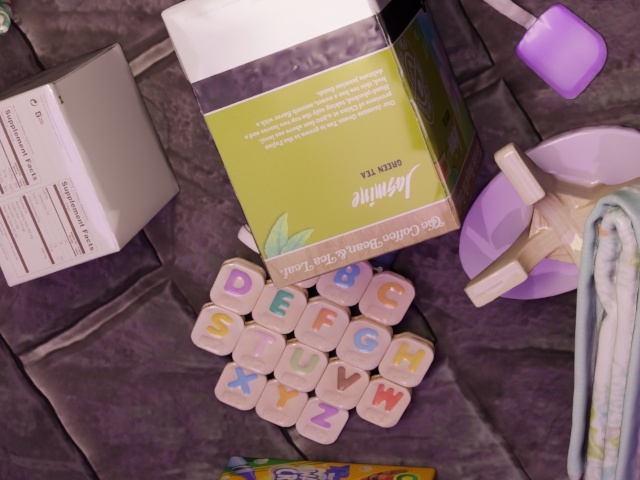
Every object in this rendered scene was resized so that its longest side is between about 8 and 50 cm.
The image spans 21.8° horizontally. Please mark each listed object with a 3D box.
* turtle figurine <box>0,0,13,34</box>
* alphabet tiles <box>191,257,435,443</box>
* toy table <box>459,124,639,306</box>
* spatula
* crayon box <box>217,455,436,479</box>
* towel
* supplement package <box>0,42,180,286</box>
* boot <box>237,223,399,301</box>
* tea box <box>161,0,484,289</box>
[{"bbox_3d":[-0.419,-0.311,1.987,0.175,0.118,0.234,49,125,10],"label":"turtle figurine"},{"bbox_3d":[-0.011,0.128,2.046,0.284,0.021,0.278,24,122,-5],"label":"alphabet tiles"},{"bbox_3d":[0.281,-0.014,1.917,0.252,0.161,0.274,44,108,-4],"label":"toy table"},{"bbox_3d":[0.203,-0.277,1.906,0.296,0.030,0.084,35,110,-17],"label":"spatula"},{"bbox_3d":[0.023,0.349,2.049,0.323,0.203,0.083,3,106,10],"label":"crayon box"},{"bbox_3d":[0.402,0.083,1.837,0.090,0.321,0.374,24,123,38],"label":"towel"},{"bbox_3d":[-0.296,-0.094,1.949,0.145,0.262,0.204,-18,102,16],"label":"supplement package"},{"bbox_3d":[0.000,0.000,2.030,0.190,0.069,0.086,24,102,-5],"label":"boot"},{"bbox_3d":[0.017,-0.165,1.833,0.220,0.329,0.323,-18,103,15],"label":"tea box"}]
